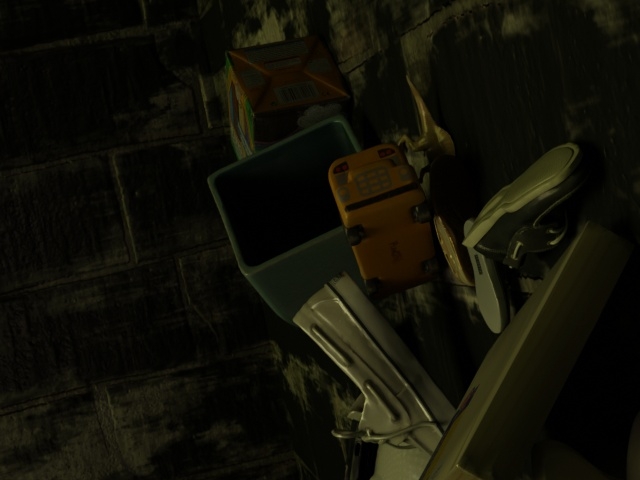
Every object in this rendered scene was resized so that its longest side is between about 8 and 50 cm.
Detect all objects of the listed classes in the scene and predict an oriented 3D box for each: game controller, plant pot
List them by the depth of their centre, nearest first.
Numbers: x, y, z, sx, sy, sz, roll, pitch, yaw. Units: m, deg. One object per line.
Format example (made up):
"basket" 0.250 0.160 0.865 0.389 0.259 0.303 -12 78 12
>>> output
"plant pot" 0.000 0.000 1.848 0.247 0.248 0.252 -115 -1 -45
"game controller" 0.084 0.295 1.875 0.166 0.067 0.319 80 -162 -82

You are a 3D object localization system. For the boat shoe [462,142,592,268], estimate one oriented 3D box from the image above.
"boat shoe" 0.226 -0.031 1.174 0.079 0.084 0.233 38 156 1

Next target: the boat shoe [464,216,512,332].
"boat shoe" 0.208 0.039 1.361 0.049 0.040 0.142 171 86 -69

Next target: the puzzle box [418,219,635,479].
"puzzle box" 0.182 0.173 1.174 0.052 0.272 0.409 29 158 7

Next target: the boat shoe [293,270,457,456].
"boat shoe" 0.087 0.229 1.585 0.367 0.156 0.136 52 180 3

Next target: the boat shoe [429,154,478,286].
"boat shoe" 0.168 -0.022 1.431 0.059 0.063 0.170 152 104 -72

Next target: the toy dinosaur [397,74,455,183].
"toy dinosaur" 0.145 -0.128 1.496 0.093 0.053 0.183 -16 94 63

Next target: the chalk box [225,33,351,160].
"chalk box" -0.059 -0.190 2.032 0.289 0.180 0.179 93 160 -49

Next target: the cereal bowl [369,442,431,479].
"cereal bowl" 0.163 0.424 1.747 0.339 0.141 0.339 167 90 -77

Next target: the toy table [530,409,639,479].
"toy table" 0.274 0.286 1.027 0.252 0.161 0.274 -161 60 -76

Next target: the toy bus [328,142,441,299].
"toy bus" 0.087 -0.023 1.520 0.332 0.108 0.130 67 -174 -65
